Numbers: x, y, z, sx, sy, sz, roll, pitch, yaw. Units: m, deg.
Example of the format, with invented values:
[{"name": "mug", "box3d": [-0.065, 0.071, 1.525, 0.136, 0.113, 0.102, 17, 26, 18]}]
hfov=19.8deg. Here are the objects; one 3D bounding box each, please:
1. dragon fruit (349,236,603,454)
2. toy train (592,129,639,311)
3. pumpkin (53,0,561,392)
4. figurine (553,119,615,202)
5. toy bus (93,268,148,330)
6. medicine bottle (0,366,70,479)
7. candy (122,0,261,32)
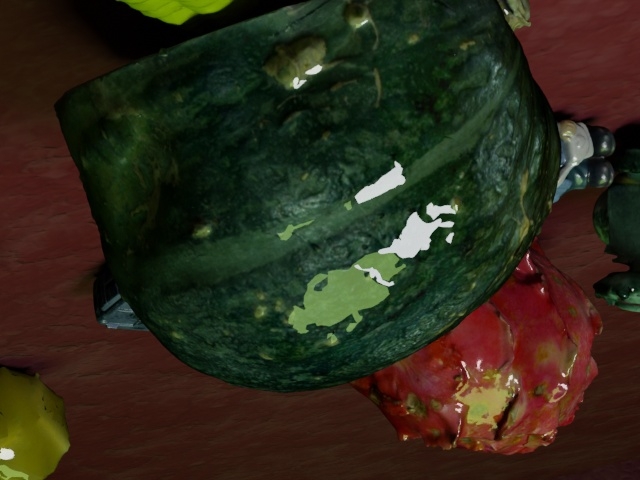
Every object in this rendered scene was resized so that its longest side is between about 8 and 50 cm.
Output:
[{"name": "dragon fruit", "box3d": [0.144, 0.091, 1.596, 0.205, 0.210, 0.268, 25, 179, 29]}, {"name": "toy train", "box3d": [0.371, 0.002, 1.360, 0.237, 0.150, 0.369, 10, 180, -30]}, {"name": "pumpkin", "box3d": [0.012, -0.027, 0.996, 0.263, 0.197, 0.293, -21, -178, 13]}, {"name": "figurine", "box3d": [0.142, -0.055, 1.338, 0.149, 0.086, 0.087, -15, -153, -31]}, {"name": "toy bus", "box3d": [-0.125, 0.026, 1.456, 0.065, 0.047, 0.166, 5, 156, -31]}, {"name": "medicine bottle", "box3d": [-0.339, 0.201, 1.764, 0.124, 0.124, 0.239, 3, 157, -39]}, {"name": "candy", "box3d": [-0.066, -0.145, 0.873, 0.096, 0.097, 0.209, -14, 171, 9]}]
